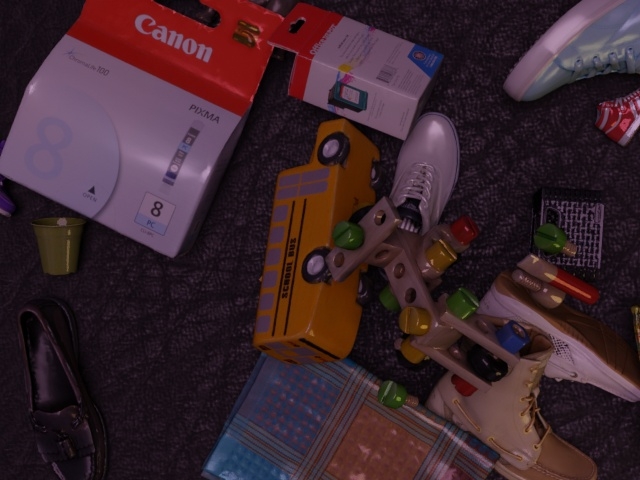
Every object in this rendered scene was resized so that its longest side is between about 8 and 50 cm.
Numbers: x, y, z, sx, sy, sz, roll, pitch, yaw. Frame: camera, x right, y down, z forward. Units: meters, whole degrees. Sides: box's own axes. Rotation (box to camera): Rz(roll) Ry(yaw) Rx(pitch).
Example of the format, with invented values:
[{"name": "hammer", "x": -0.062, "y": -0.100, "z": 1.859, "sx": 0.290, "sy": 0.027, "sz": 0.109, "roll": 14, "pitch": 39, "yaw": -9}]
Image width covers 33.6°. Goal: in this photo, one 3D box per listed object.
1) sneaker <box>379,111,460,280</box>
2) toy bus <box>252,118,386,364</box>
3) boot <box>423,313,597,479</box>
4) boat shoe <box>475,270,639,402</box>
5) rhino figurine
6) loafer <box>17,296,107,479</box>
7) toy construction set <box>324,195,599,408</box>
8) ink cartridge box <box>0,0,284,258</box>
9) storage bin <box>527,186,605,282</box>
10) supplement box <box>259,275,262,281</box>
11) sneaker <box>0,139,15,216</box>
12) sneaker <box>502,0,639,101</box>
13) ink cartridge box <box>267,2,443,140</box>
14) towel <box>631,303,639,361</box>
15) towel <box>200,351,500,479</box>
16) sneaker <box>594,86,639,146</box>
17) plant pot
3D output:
[{"name": "sneaker", "x": 0.143, "y": -0.062, "z": 1.533, "sx": 0.094, "sy": 0.091, "sz": 0.258, "roll": 13, "pitch": 89, "yaw": 7}, {"name": "toy bus", "x": 0.000, "y": 0.000, "z": 1.496, "sx": 0.130, "sy": 0.108, "sz": 0.332, "roll": -10, "pitch": 61, "yaw": 35}, {"name": "boot", "x": 0.289, "y": 0.227, "z": 1.461, "sx": 0.262, "sy": 0.095, "sz": 0.203, "roll": 29, "pitch": 126, "yaw": 12}, {"name": "boat shoe", "x": 0.344, "y": 0.153, "z": 1.508, "sx": 0.277, "sy": 0.098, "sz": 0.096, "roll": 35, "pitch": 119, "yaw": -1}, {"name": "rhino figurine", "x": -0.141, "y": -0.371, "z": 1.589, "sx": 0.243, "sy": 0.073, "sz": 0.106, "roll": 28, "pitch": 97, "yaw": 6}, {"name": "loafer", "x": -0.400, "y": 0.234, "z": 1.584, "sx": 0.109, "sy": 0.095, "sz": 0.302, "roll": -15, "pitch": 86, "yaw": 6}, {"name": "toy construction set", "x": 0.150, "y": 0.047, "z": 1.320, "sx": 0.309, "sy": 0.237, "sz": 0.257, "roll": -19, "pitch": 57, "yaw": 42}, {"name": "ink cartridge box", "x": -0.266, "y": -0.209, "z": 1.557, "sx": 0.308, "sy": 0.091, "sz": 0.385, "roll": 26, "pitch": 103, "yaw": 8}, {"name": "storage bin", "x": 0.336, "y": -0.006, "z": 1.463, "sx": 0.084, "sy": 0.180, "sz": 0.122, "roll": 4, "pitch": 88, "yaw": 6}, {"name": "supplement box", "x": -0.042, "y": 0.067, "z": 1.574, "sx": 0.083, "sy": 0.043, "sz": 0.055, "roll": 44, "pitch": 91, "yaw": 7}, {"name": "sneaker", "x": -0.506, "y": -0.118, "z": 1.628, "sx": 0.071, "sy": 0.068, "sz": 0.170, "roll": -25, "pitch": 84, "yaw": -1}, {"name": "sneaker", "x": 0.436, "y": -0.282, "z": 1.485, "sx": 0.366, "sy": 0.135, "sz": 0.150, "roll": -34, "pitch": 79, "yaw": 5}, {"name": "ink cartridge box", "x": 0.045, "y": -0.247, "z": 1.527, "sx": 0.231, "sy": 0.134, "sz": 0.078, "roll": 23, "pitch": 134, "yaw": 8}, {"name": "towel", "x": 0.480, "y": 0.202, "z": 1.482, "sx": 0.021, "sy": 0.102, "sz": 0.237, "roll": -11, "pitch": 86, "yaw": 37}, {"name": "towel", "x": 0.032, "y": 0.317, "z": 1.515, "sx": 0.370, "sy": 0.040, "sz": 0.271, "roll": 31, "pitch": 101, "yaw": 15}, {"name": "sneaker", "x": 0.443, "y": -0.202, "z": 1.528, "sx": 0.067, "sy": 0.042, "sz": 0.118, "roll": 32, "pitch": 94, "yaw": 4}, {"name": "plant pot", "x": -0.396, "y": 0.010, "z": 1.608, "sx": 0.083, "sy": 0.083, "sz": 0.079, "roll": 2, "pitch": 101, "yaw": 7}]
